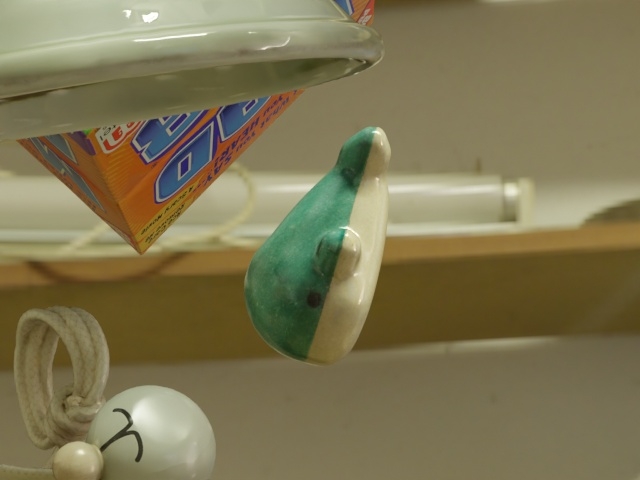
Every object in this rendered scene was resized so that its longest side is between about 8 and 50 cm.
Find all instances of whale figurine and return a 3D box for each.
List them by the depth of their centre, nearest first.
[{"bbox_3d":[0.000,0.000,1.734,0.141,0.272,0.216,15,1,0],"label":"whale figurine"}]

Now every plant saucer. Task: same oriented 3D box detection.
[{"bbox_3d":[-0.161,-0.131,1.019,0.400,0.100,0.400,-9,2,0],"label":"plant saucer"}]

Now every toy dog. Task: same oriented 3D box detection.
[{"bbox_3d":[-0.198,0.213,0.914,0.161,0.333,0.220,-3,27,-43],"label":"toy dog"}]

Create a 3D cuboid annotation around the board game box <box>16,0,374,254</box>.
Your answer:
[{"bbox_3d":[-0.195,-0.270,1.488,0.356,0.356,0.356,41,-11,12],"label":"board game box"}]
